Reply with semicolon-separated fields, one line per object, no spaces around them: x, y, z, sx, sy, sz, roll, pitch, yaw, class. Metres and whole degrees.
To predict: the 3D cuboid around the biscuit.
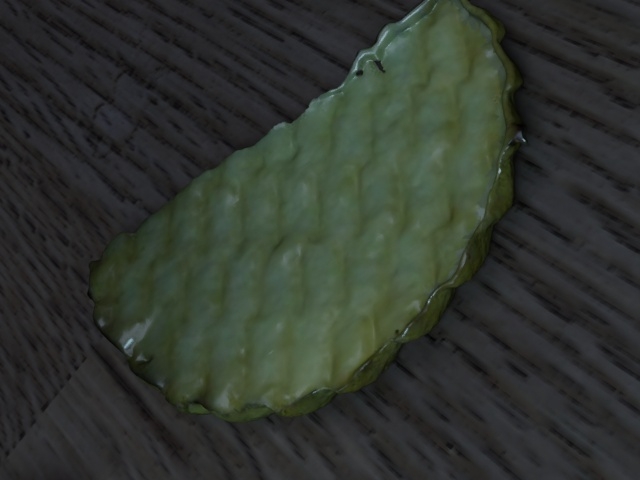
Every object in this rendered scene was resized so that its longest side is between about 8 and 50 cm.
0.000;0.000;0.615;0.273;0.036;0.187;-34;46;14;biscuit
